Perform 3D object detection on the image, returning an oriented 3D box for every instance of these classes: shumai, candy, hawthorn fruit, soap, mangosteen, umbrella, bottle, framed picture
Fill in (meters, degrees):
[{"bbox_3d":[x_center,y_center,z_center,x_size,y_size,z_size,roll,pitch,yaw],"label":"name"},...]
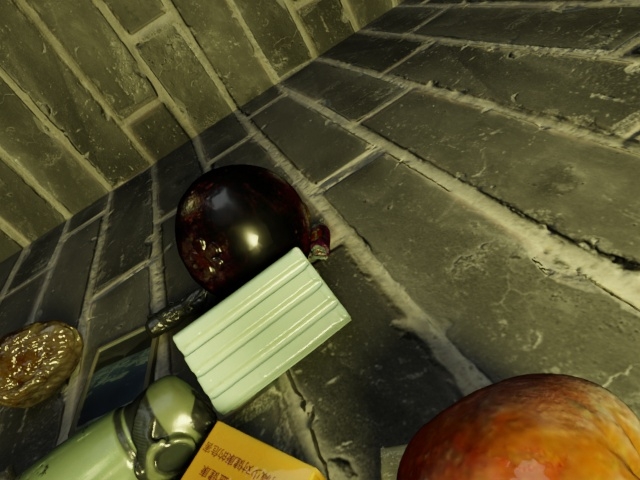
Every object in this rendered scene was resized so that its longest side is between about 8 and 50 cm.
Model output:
[{"bbox_3d":[-0.715,0.311,1.115,0.185,0.184,0.218,-45,21,62],"label":"shumai"},{"bbox_3d":[0.000,0.000,1.001,0.045,0.043,0.175,-23,31,17],"label":"candy"},{"bbox_3d":[0.178,0.228,0.386,0.235,0.231,0.263,-23,27,-35],"label":"hawthorn fruit"},{"bbox_3d":[-0.097,0.154,0.774,0.265,0.087,0.160,-37,76,-6],"label":"soap"},{"bbox_3d":[-0.143,-0.016,0.939,0.313,0.297,0.297,-8,16,-38],"label":"mangosteen"},{"bbox_3d":[-0.299,0.150,1.036,0.236,0.059,0.066,-28,47,-1],"label":"umbrella"},{"bbox_3d":[-0.319,0.352,0.685,0.347,0.168,0.168,-38,33,-5],"label":"bottle"},{"bbox_3d":[-0.451,0.303,1.000,0.189,0.023,0.260,-26,33,5],"label":"framed picture"}]

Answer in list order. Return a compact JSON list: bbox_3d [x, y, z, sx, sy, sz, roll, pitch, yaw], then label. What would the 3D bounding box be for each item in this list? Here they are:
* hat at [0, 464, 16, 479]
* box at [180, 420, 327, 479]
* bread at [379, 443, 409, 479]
[{"bbox_3d":[-0.621,0.522,0.751,0.226,0.164,0.219,-26,25,-31],"label":"hat"},{"bbox_3d":[-0.129,0.388,0.542,0.174,0.076,0.274,9,50,32],"label":"box"},{"bbox_3d":[0.105,0.314,0.517,0.068,0.028,0.153,-20,34,18],"label":"bread"}]
